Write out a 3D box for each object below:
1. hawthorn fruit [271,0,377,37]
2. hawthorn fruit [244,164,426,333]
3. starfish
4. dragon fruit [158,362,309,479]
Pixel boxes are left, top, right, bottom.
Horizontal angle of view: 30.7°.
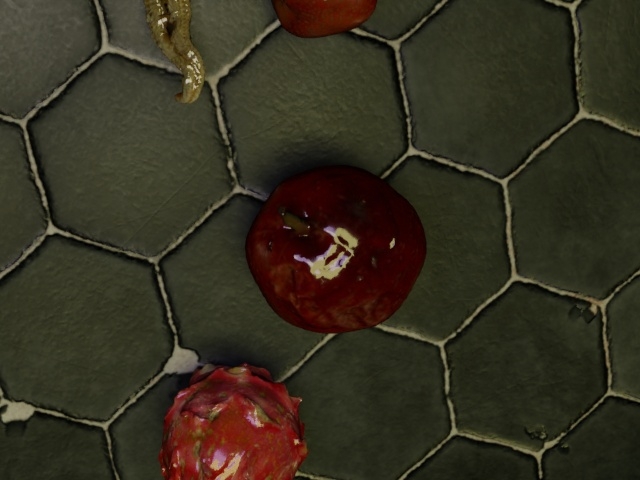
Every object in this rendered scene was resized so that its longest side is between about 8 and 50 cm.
[{"bbox_3d":[0.007,-0.318,1.455,0.137,0.133,0.133,-4,108,-13],"label":"hawthorn fruit"},{"bbox_3d":[0.000,0.000,1.502,0.230,0.210,0.266,-34,148,15],"label":"hawthorn fruit"},{"bbox_3d":[-0.190,-0.354,1.420,0.327,0.094,0.375,-14,97,8],"label":"starfish"},{"bbox_3d":[-0.121,0.281,1.559,0.210,0.268,0.205,-4,115,22],"label":"dragon fruit"}]
